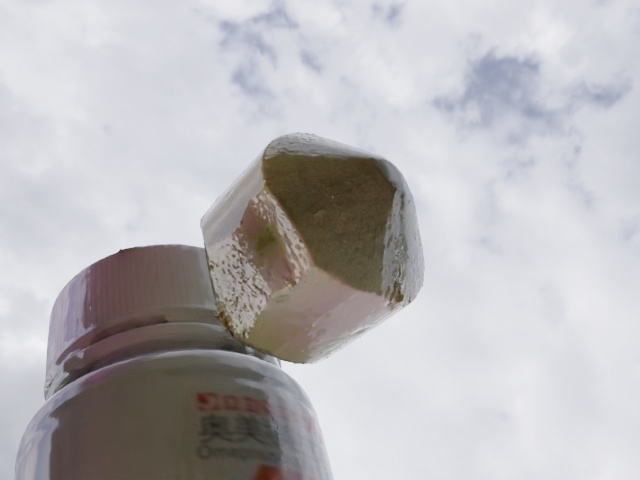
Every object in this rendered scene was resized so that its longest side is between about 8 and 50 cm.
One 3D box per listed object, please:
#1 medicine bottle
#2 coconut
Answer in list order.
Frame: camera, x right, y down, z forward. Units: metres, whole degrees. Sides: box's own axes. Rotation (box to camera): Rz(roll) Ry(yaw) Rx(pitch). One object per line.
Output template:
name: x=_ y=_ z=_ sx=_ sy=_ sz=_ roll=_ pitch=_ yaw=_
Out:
medicine bottle: x=-0.122 y=0.187 z=0.650 sx=0.255 sy=0.256 sz=0.325 roll=-16 pitch=-134 yaw=-1
coconut: x=0.000 y=0.000 z=0.532 sx=0.152 sy=0.147 sz=0.147 roll=-39 pitch=-113 yaw=35
